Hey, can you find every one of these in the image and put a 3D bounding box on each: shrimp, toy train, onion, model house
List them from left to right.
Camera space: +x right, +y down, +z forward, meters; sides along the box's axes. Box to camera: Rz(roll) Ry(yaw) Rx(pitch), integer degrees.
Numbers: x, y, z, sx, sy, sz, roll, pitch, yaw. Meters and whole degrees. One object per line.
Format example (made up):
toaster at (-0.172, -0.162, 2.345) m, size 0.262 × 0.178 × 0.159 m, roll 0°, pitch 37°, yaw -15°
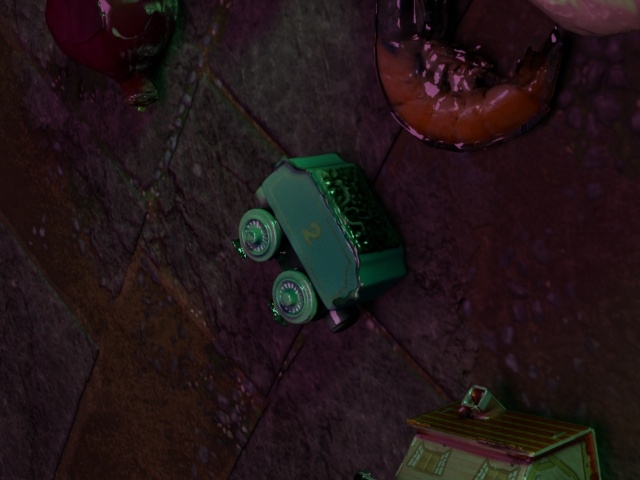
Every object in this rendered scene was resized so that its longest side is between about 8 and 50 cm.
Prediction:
onion at (-0.282, -0.278, 1.434) m, size 0.195 × 0.140 × 0.218 m, roll 3°, pitch 108°, yaw 39°
toy train at (0.000, 0.000, 1.244) m, size 0.163 × 0.112 × 0.203 m, roll -41°, pitch 73°, yaw 38°
shrimp at (0.139, -0.222, 1.049) m, size 0.222 × 0.054 × 0.290 m, roll 11°, pitch 120°, yaw 41°
model house at (0.204, 0.265, 1.123) m, size 0.207 × 0.154 × 0.294 m, roll 40°, pitch 159°, yaw -30°

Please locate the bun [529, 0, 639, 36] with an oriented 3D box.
bun at (0.244, -0.334, 0.791) m, size 0.352 × 0.227 × 0.349 m, roll 1°, pitch 103°, yaw 43°
